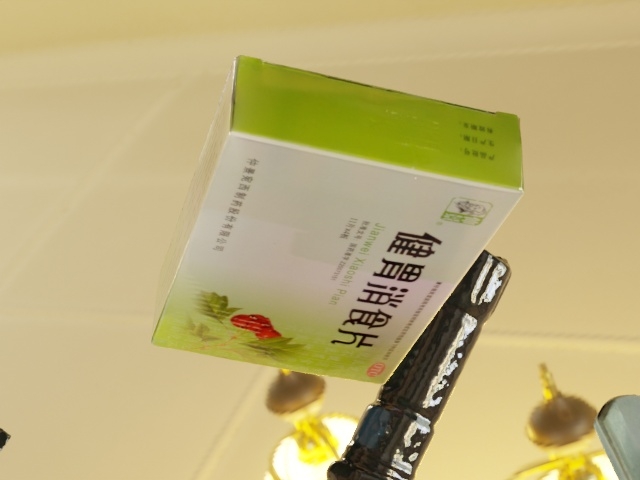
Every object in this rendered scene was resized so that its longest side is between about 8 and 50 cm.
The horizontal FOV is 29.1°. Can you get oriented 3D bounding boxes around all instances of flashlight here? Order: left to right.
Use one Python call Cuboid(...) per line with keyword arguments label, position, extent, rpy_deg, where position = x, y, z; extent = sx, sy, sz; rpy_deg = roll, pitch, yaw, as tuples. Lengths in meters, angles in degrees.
Cuboid(label="flashlight", position=(0.100, 0.191, 1.424), extent=(0.103, 0.103, 0.424), rpy_deg=(16, -107, 44))

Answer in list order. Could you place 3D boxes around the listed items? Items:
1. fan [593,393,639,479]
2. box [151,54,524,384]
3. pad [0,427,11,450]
Cuboid(label="fan", position=(0.177, 0.190, 0.506), extent=(0.023, 0.057, 0.282), rpy_deg=(-47, -134, 40))
Cuboid(label="box", position=(-0.001, 0.001, 0.794), extent=(0.175, 0.260, 0.062), rpy_deg=(11, -125, -12))
Cuboid(label="pad", position=(-0.510, 0.260, 1.274), extent=(0.007, 0.247, 0.367), rpy_deg=(-38, -163, 41))
